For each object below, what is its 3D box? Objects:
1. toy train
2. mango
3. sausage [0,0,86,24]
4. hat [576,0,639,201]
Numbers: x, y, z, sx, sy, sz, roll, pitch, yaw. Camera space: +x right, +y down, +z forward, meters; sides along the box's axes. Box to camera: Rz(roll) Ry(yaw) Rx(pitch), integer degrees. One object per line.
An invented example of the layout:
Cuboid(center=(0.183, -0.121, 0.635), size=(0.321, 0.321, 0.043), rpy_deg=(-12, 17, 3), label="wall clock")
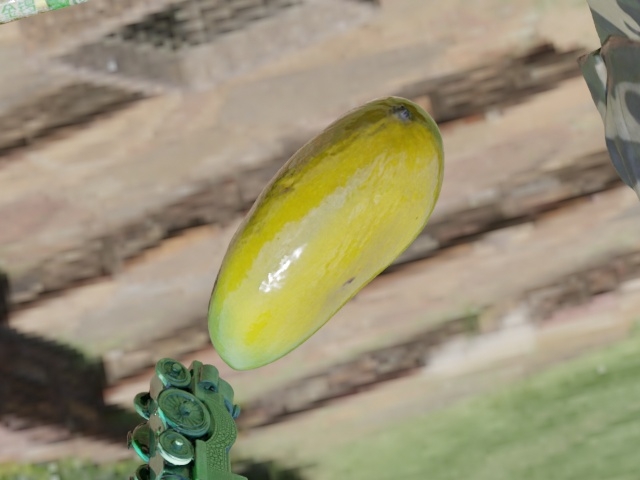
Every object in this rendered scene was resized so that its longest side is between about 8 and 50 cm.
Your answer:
Cuboid(center=(-0.122, 0.183, 1.879), size=(0.105, 0.178, 0.071), rpy_deg=(20, 124, -19), label="toy train")
Cuboid(center=(-0.001, -0.003, 1.444), size=(0.237, 0.091, 0.137), rpy_deg=(-49, 152, 3), label="mango")
Cuboid(center=(-0.113, -0.152, 1.094), size=(0.269, 0.033, 0.033), rpy_deg=(-14, 167, 5), label="sausage")
Cuboid(center=(0.296, -0.091, 1.281), size=(0.366, 0.257, 0.382), rpy_deg=(-2, 173, 29), label="hat")
